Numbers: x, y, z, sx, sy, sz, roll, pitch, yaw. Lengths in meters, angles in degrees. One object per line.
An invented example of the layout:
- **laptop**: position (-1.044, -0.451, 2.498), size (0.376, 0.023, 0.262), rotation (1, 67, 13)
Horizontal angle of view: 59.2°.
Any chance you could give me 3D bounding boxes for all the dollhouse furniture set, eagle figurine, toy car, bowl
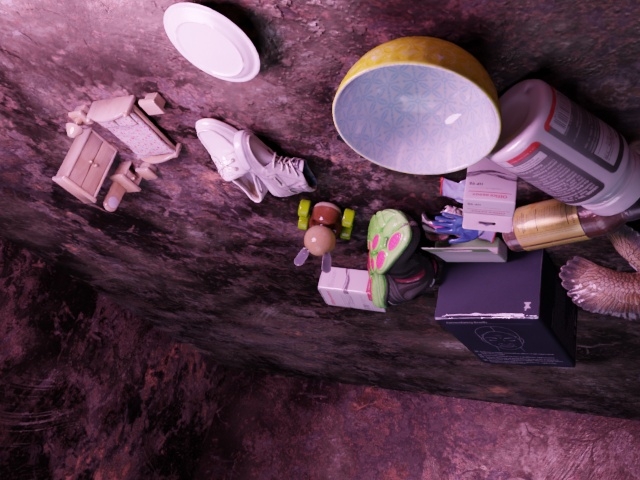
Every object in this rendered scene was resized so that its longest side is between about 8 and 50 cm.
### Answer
- **dollhouse furniture set**: position (-0.485, -0.196, 1.450), size (0.356, 0.173, 0.303), rotation (-1, 151, 29)
- **eagle figurine**: position (0.764, 0.080, 1.346), size (0.299, 0.226, 0.225), rotation (12, 175, -5)
- **toy car**: position (0.000, 0.000, 1.571), size (0.155, 0.188, 0.149), rotation (13, 154, 4)
- **bowl**: position (0.176, -0.261, 0.995), size (0.290, 0.156, 0.289), rotation (11, 154, 6)

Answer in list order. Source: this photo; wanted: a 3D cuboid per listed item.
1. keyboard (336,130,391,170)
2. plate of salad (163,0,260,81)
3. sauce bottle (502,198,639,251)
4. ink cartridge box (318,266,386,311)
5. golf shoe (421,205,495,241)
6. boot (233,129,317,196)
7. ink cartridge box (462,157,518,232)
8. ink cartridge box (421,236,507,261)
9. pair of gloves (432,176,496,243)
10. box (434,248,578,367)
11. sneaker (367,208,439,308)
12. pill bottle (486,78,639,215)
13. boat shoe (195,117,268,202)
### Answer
- **keyboard**: position (0.126, -0.221, 1.259), size (0.192, 0.038, 0.100), rotation (21, 130, -12)
- **plate of salad**: position (-0.204, -0.381, 1.078), size (0.200, 0.048, 0.200), rotation (21, 160, 8)
- **sauce bottle**: position (0.582, -0.053, 1.254), size (0.111, 0.111, 0.344), rotation (34, 149, -34)
- **ink cartridge box**: position (0.117, 0.170, 1.964), size (0.218, 0.092, 0.158), rotation (4, 152, 17)
- **golf shoe**: position (0.348, -0.050, 1.429), size (0.186, 0.067, 0.086), rotation (-8, 126, 24)
- **boot**: position (-0.099, -0.191, 1.373), size (0.124, 0.095, 0.258), rotation (-5, 157, 23)
- **ink cartridge box**: position (0.356, -0.111, 1.174), size (0.104, 0.180, 0.060), rotation (6, 153, 16)
- **ink cartridge box**: position (0.383, 0.017, 1.484), size (0.171, 0.056, 0.235), rotation (0, 168, 29)
- **pair of gloves**: position (0.356, -0.069, 1.359), size (0.159, 0.023, 0.198), rotation (14, 128, 18)
- **box**: position (0.563, 0.211, 1.677), size (0.294, 0.211, 0.395), rotation (-5, 149, 36)
- **sneaker**: position (0.240, 0.048, 1.613), size (0.202, 0.185, 0.482), rotation (-6, 156, 1)
- **pill bottle**: position (0.453, -0.163, 1.043), size (0.283, 0.161, 0.161), rotation (25, 152, -20)
- **boat shoe**: position (-0.212, -0.191, 1.404), size (0.098, 0.096, 0.277), rotation (-4, 148, 35)
